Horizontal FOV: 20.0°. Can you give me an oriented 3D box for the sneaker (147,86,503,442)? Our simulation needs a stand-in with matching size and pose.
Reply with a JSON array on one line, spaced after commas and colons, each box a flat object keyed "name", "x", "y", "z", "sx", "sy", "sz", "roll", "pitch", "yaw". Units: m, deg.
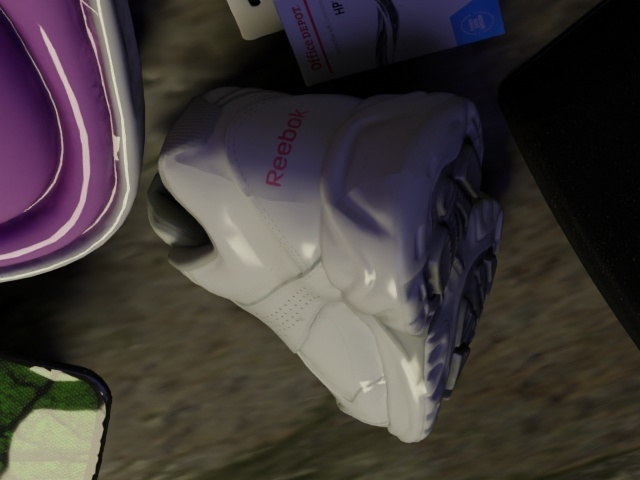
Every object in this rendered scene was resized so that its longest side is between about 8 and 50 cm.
[{"name": "sneaker", "x": 0.000, "y": 0.000, "z": 0.641, "sx": 0.115, "sy": 0.090, "sz": 0.232, "roll": 17, "pitch": 159, "yaw": 13}]

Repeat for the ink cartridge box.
[{"name": "ink cartridge box", "x": 0.012, "y": -0.078, "z": 0.564, "sx": 0.083, "sy": 0.028, "sz": 0.048, "roll": -15, "pitch": 145, "yaw": 7}]

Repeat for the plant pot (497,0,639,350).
[{"name": "plant pot", "x": 0.200, "y": -0.005, "z": 0.596, "sx": 0.188, "sy": 0.167, "sz": 0.187, "roll": 20, "pitch": 136, "yaw": -37}]

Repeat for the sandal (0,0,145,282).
[{"name": "sandal", "x": -0.132, "y": -0.097, "z": 0.435, "sx": 0.169, "sy": 0.102, "sz": 0.416, "roll": -17, "pitch": 144, "yaw": 8}]

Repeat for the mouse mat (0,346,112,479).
[{"name": "mouse mat", "x": -0.179, "y": 0.084, "z": 0.682, "sx": 0.190, "sy": 0.007, "sz": 0.152, "roll": 15, "pitch": 126, "yaw": -1}]
